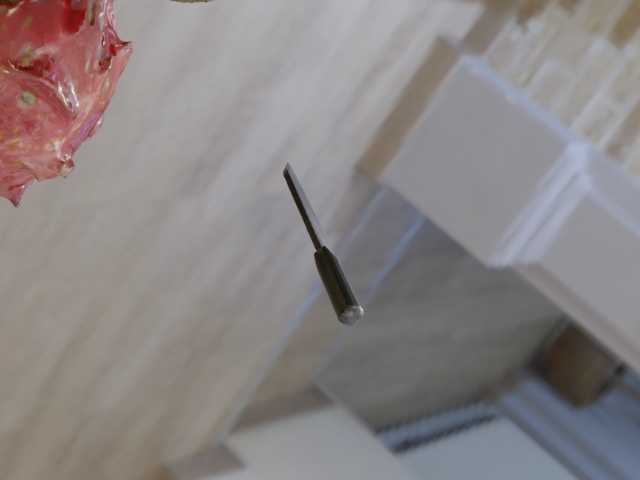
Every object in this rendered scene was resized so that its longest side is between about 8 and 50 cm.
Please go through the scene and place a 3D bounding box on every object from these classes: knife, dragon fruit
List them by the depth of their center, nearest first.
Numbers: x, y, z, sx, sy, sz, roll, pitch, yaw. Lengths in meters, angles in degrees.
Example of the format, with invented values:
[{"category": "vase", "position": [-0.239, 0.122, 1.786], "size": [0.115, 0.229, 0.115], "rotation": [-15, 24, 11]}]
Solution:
[{"category": "dragon fruit", "position": [-0.246, -0.141, 1.330], "size": [0.268, 0.210, 0.205], "rotation": [-43, 171, 13]}, {"category": "knife", "position": [0.000, 0.000, 1.919], "size": [0.028, 0.230, 0.060], "rotation": [-31, 149, 11]}]

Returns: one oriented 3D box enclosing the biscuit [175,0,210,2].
[{"category": "biscuit", "position": [-0.156, -0.323, 1.682], "size": [0.033, 0.220, 0.220], "rotation": [-56, 168, -43]}]
